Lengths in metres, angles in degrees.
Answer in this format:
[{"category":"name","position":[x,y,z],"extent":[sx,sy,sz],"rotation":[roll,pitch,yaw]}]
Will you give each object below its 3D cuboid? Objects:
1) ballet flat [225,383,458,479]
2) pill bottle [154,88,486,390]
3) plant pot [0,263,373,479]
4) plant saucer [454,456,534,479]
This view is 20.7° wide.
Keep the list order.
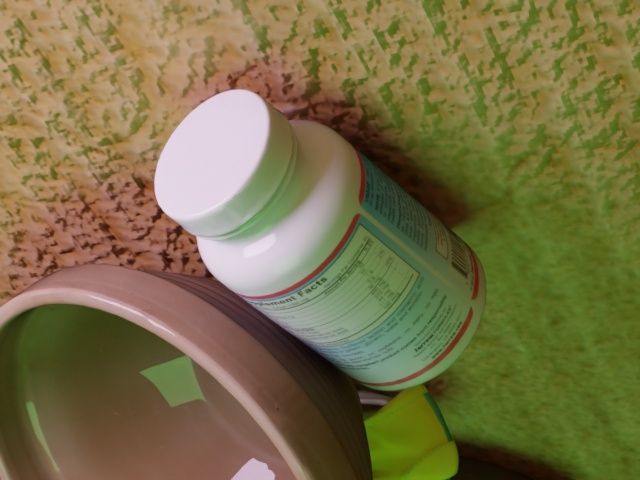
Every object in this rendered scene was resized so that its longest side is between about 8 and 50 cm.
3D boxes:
[{"category":"ballet flat","position":[-0.032,0.127,1.010],"extent":[0.231,0.077,0.077],"rotation":[-13,180,21]},{"category":"pill bottle","position":[0.000,0.000,0.809],"extent":[0.087,0.087,0.160],"rotation":[-21,138,31]},{"category":"plant pot","position":[-0.055,0.100,0.901],"extent":[0.237,0.110,0.237],"rotation":[24,134,27]},{"category":"plant saucer","position":[0.052,0.208,1.151],"extent":[0.278,0.041,0.278],"rotation":[2,145,2]}]
